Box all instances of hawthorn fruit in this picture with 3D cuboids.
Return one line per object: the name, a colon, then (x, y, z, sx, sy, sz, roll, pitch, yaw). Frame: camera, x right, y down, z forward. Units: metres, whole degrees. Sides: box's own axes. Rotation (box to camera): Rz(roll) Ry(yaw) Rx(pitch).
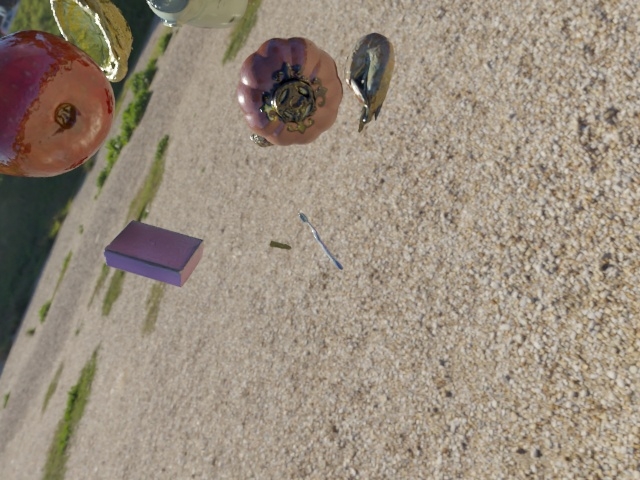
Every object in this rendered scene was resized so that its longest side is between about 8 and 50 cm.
hawthorn fruit: (-0.529, -0.250, 0.931, 0.284, 0.284, 0.284, -36, 43, 42)

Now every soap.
soap: (-0.531, 0.040, 1.619, 0.181, 0.259, 0.081, -71, -5, -53)

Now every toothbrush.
toothbrush: (0.000, 0.000, 1.792, 0.269, 0.027, 0.021, 53, 126, 21)

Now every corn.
corn: (-0.146, -0.412, 1.909, 0.253, 0.086, 0.086, -16, 53, 21)

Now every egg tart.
egg tart: (-0.751, -0.717, 1.697, 0.132, 0.345, 0.345, -47, 20, -28)

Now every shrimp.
shrimp: (0.145, -0.515, 1.645, 0.168, 0.077, 0.317, 20, 103, 25)

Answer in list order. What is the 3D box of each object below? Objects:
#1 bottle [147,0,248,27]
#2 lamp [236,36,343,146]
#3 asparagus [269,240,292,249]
bottle: (-0.388, -0.730, 1.481, 0.229, 0.229, 0.351, -46, 1, 32)
lamp: (-0.082, -0.407, 1.407, 0.305, 0.305, 0.239, -56, 23, 19)
asparagus: (-0.157, 0.021, 1.966, 0.021, 0.108, 0.025, 31, 104, 50)
